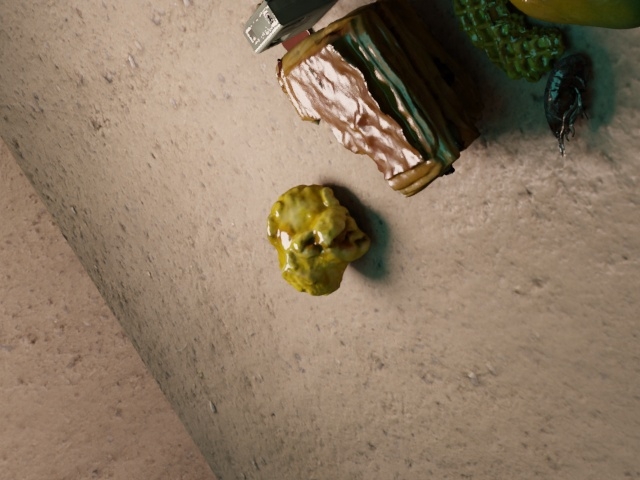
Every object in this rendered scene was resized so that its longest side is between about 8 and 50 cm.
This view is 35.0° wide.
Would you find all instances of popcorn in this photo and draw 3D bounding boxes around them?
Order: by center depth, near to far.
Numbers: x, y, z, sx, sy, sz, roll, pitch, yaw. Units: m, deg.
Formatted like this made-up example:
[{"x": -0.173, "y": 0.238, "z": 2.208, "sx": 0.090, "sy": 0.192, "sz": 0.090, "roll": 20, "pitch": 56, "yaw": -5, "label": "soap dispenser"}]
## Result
[{"x": 0.000, "y": 0.000, "z": 2.056, "sx": 0.203, "sy": 0.226, "sz": 0.200, "roll": -8, "pitch": 158, "yaw": 16, "label": "popcorn"}]

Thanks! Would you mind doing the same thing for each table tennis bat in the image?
[{"x": -0.063, "y": -0.396, "z": 1.908, "sx": 0.156, "sy": 0.013, "sz": 0.087, "roll": 41, "pitch": 147, "yaw": 18, "label": "table tennis bat"}]

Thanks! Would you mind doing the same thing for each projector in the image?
[{"x": -0.052, "y": -0.396, "z": 1.763, "sx": 0.061, "sy": 0.147, "sz": 0.115, "roll": 57, "pitch": 148, "yaw": 1, "label": "projector"}]

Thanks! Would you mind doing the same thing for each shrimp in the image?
[{"x": 0.360, "y": -0.195, "z": 1.489, "sx": 0.057, "sy": 0.065, "sz": 0.165, "roll": -112, "pitch": 8, "yaw": -50, "label": "shrimp"}]

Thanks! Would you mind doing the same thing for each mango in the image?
[{"x": 0.337, "y": -0.355, "z": 1.347, "sx": 0.237, "sy": 0.091, "sz": 0.137, "roll": 16, "pitch": 137, "yaw": 37, "label": "mango"}]

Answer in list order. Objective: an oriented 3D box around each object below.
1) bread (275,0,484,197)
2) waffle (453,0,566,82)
[{"x": 0.104, "y": -0.238, "z": 1.672, "sx": 0.314, "sy": 0.191, "sz": 0.370, "roll": 53, "pitch": 160, "yaw": -6, "label": "bread"}, {"x": 0.274, "y": -0.322, "z": 1.493, "sx": 0.194, "sy": 0.051, "sz": 0.149, "roll": 50, "pitch": 149, "yaw": 10, "label": "waffle"}]
